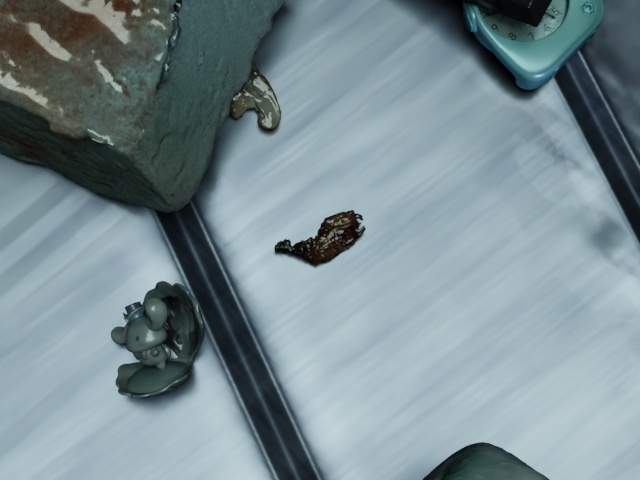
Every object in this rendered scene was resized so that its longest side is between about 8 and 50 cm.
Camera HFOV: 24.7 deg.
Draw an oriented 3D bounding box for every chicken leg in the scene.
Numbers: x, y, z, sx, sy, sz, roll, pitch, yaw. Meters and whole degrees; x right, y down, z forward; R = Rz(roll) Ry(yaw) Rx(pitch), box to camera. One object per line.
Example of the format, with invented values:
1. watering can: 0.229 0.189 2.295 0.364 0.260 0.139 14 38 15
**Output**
1. chicken leg: 0.002 0.001 1.295 0.083 0.021 0.036 -26 90 -2

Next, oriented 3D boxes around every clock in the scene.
1. clock: 0.177 -0.219 1.334 0.108 0.045 0.147 -44 82 -10

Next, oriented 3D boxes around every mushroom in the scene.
1. mushroom: -0.073 -0.140 1.322 0.101 0.019 0.049 43 81 7

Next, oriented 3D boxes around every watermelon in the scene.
1. watermelon: -0.179 -0.142 1.236 0.387 0.228 0.258 -20 89 0

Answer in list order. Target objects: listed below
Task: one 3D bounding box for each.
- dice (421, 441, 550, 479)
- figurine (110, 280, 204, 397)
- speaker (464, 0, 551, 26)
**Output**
1. dice: 0.101 0.374 1.064 0.348 0.328 0.330 -40 82 -9
2. figurine: -0.142 0.082 1.247 0.082 0.094 0.086 -23 111 -43
3. speaker: 0.117 -0.247 1.304 0.191 0.040 0.046 25 80 26
